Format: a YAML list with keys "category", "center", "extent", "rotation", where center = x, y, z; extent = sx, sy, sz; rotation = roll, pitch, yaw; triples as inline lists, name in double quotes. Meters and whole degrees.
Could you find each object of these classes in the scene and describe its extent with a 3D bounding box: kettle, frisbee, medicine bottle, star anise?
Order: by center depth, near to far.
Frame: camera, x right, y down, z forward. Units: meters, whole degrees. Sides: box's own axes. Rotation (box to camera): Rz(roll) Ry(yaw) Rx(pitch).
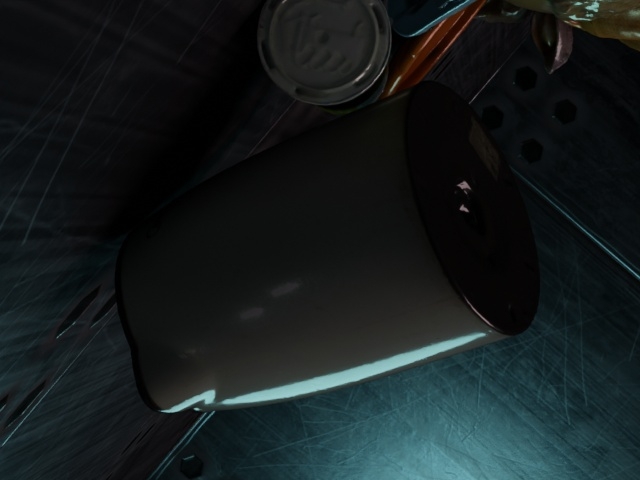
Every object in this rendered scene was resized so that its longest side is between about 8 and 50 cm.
- category: "medicine bottle"
  center: [0.008, -0.111, 1.011]
  extent: [0.074, 0.074, 0.218]
  rotation: [-49, 178, 3]
- category: "kettle"
  center: [0.000, 0.000, 1.071]
  extent: [0.236, 0.161, 0.221]
  rotation: [-22, -147, 27]
- category: "frisbee"
  center: [0.108, -0.200, 1.527]
  extent: [0.192, 0.035, 0.192]
  rotation: [-50, 177, -4]
- category: "star anise"
  center: [0.281, -0.311, 1.948]
  extent: [0.148, 0.218, 0.227]
  rotation: [-1, -169, 34]

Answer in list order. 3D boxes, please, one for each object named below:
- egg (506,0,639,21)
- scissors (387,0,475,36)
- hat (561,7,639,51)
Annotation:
- category: "egg"
  center: [0.118, -0.188, 0.772]
  extent: [0.164, 0.164, 0.201]
  rotation: [-48, 163, -16]
- category: "scissors"
  center: [0.167, -0.244, 1.146]
  extent: [0.032, 0.180, 0.393]
  rotation: [-18, 170, -43]
- category: "hat"
  center: [0.262, -0.195, 1.262]
  extent: [0.244, 0.233, 0.233]
  rotation: [-36, 146, 18]
